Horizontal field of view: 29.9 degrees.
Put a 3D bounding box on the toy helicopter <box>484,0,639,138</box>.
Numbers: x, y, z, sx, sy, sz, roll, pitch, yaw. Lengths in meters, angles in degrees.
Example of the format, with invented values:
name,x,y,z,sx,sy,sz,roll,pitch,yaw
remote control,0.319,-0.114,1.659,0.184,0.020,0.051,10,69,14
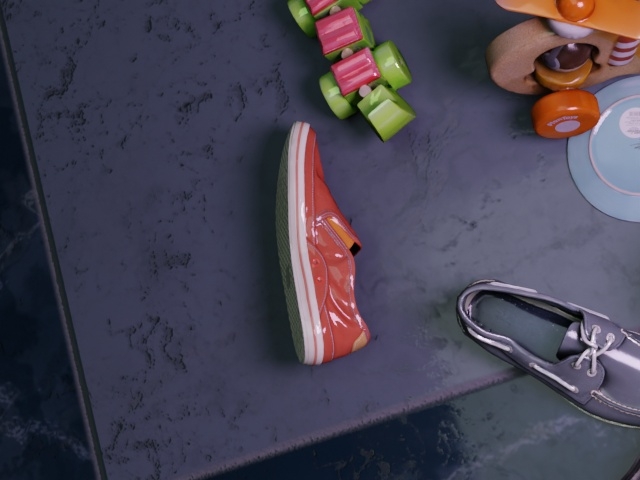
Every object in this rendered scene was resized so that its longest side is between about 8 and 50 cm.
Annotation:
name,x,y,z,sx,sy,sz,roll,pitch,yaw
toy helicopter,0.354,-0.256,1.376,0.355,0.235,0.140,-18,66,28

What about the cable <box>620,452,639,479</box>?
name,x,y,z,sx,sy,sz,roll,pitch,yaw
cable,0.373,0.293,1.380,0.287,0.072,0.139,-30,105,10

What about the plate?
name,x,y,z,sx,sy,sz,roll,pitch,yaw
plate,0.397,-0.116,1.480,0.188,0.024,0.188,-4,81,22

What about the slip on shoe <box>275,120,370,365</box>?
name,x,y,z,sx,sy,sz,roll,pitch,yaw
slip on shoe,0.000,0.000,1.582,0.101,0.123,0.331,-5,72,-12

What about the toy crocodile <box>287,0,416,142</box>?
name,x,y,z,sx,sy,sz,roll,pitch,yaw
toy crocodile,0.031,-0.281,1.607,0.115,0.105,0.340,-26,72,16

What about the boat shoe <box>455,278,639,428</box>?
name,x,y,z,sx,sy,sz,roll,pitch,yaw
boat shoe,0.303,0.135,1.433,0.319,0.099,0.116,26,89,22
